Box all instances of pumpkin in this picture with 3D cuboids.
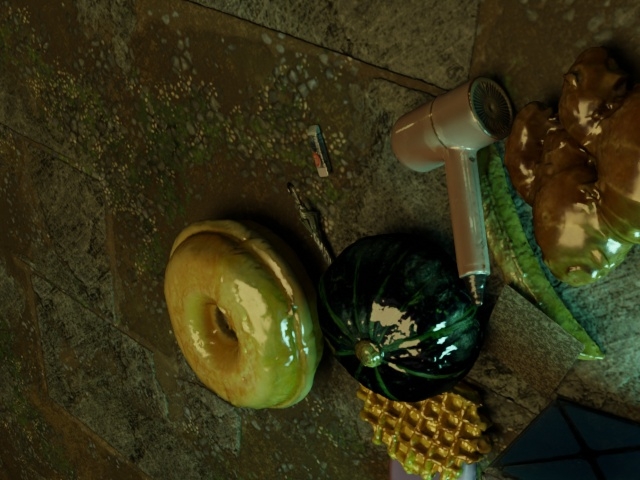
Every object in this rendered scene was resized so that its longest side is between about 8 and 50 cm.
[{"bbox_3d":[0.132,0.142,1.524,0.315,0.238,0.315,18,121,32],"label":"pumpkin"}]

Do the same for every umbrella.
[{"bbox_3d":[0.001,-0.003,1.727,0.044,0.044,0.269,-21,107,22],"label":"umbrella"}]

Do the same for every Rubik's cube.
[{"bbox_3d":[0.433,0.447,1.392,0.260,0.259,0.255,15,121,42],"label":"Rubik's cube"}]

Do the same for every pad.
[{"bbox_3d":[0.347,0.174,1.441,0.158,0.003,0.235,40,156,21],"label":"pad"}]

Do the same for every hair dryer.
[{"bbox_3d":[0.210,-0.064,1.338,0.189,0.106,0.345,-21,66,48],"label":"hair dryer"}]

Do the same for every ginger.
[{"bbox_3d":[0.405,-0.113,1.191,0.357,0.152,0.274,-45,59,46],"label":"ginger"}]

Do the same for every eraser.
[{"bbox_3d":[-0.003,-0.170,1.640,0.027,0.019,0.099,-2,111,44],"label":"eraser"}]

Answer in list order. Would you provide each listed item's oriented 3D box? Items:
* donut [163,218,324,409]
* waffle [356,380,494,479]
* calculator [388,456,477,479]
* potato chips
[{"bbox_3d":[-0.171,0.159,1.852,0.448,0.198,0.449,21,124,35],"label":"donut"},{"bbox_3d":[0.199,0.330,1.666,0.283,0.065,0.310,-29,84,40],"label":"waffle"},{"bbox_3d":[0.223,0.465,1.756,0.194,0.043,0.294,28,127,32],"label":"calculator"},{"bbox_3d":[0.329,0.030,1.390,0.407,0.080,0.057,62,156,-2],"label":"potato chips"}]
